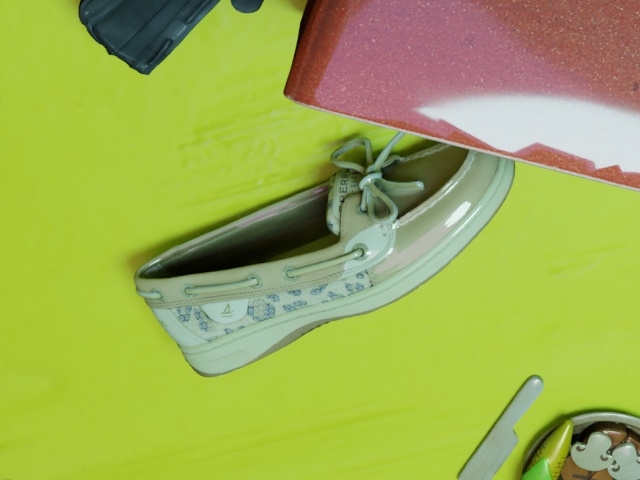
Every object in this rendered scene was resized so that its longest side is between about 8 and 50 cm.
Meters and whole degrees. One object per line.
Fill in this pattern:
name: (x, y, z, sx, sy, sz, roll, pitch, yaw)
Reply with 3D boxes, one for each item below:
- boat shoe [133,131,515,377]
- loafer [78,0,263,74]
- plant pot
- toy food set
boat shoe: (0.000, 0.000, 1.119, 0.285, 0.104, 0.089, -30, 115, 20)
loafer: (-0.057, -0.185, 1.044, 0.223, 0.076, 0.078, -32, 117, 25)
plant pot: (0.141, -0.185, 0.934, 0.267, 0.267, 0.236, 14, 106, -3)
toy food set: (0.214, 0.190, 1.241, 0.192, 0.038, 0.132, 24, 118, -8)
